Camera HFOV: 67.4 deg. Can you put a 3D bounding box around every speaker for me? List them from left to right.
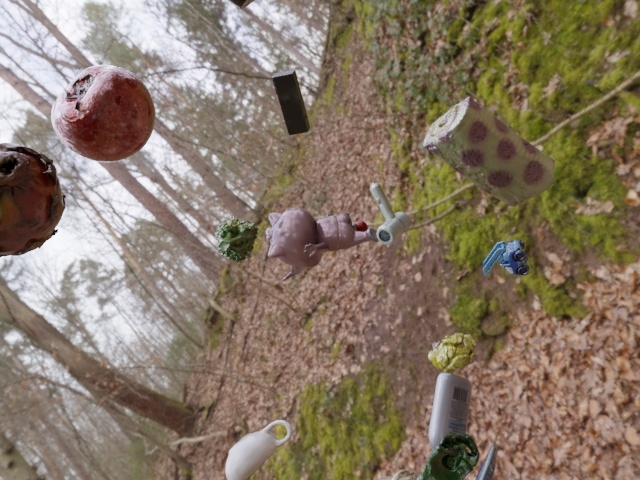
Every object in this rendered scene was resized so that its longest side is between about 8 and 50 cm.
[{"bbox_3d":[-0.104,-0.491,1.717,0.044,0.082,0.218,-73,-26,-54],"label":"speaker"}]

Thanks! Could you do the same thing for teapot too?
[{"bbox_3d":[-0.164,0.524,1.181,0.226,0.092,0.145,-46,-12,3],"label":"teapot"}]

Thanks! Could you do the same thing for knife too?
[{"bbox_3d":[-0.072,0.066,1.561,0.123,0.053,0.278,-40,-14,-16],"label":"knife"}]

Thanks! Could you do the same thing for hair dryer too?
[{"bbox_3d":[0.141,-0.066,1.053,0.047,0.137,0.082,-17,14,45],"label":"hair dryer"}]

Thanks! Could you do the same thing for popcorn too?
[{"bbox_3d":[0.503,0.446,1.848,0.195,0.173,0.168,-42,-1,41],"label":"popcorn"}]

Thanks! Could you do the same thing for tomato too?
[{"bbox_3d":[-0.583,-0.338,1.314,0.270,0.270,0.227,-47,-39,-9],"label":"tomato"}]

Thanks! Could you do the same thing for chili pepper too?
[{"bbox_3d":[0.300,0.557,1.190,0.216,0.108,0.062,-60,3,23],"label":"chili pepper"}]

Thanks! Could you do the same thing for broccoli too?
[{"bbox_3d":[-0.353,0.002,1.947,0.220,0.194,0.194,-33,-7,16],"label":"broccoli"}]

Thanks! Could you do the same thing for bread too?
[{"bbox_3d":[0.483,-0.243,1.377,0.187,0.338,0.155,-38,24,60],"label":"bread"}]

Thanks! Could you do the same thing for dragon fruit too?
[{"bbox_3d":[-0.683,-0.086,1.036,0.250,0.250,0.315,-46,6,-15],"label":"dragon fruit"}]

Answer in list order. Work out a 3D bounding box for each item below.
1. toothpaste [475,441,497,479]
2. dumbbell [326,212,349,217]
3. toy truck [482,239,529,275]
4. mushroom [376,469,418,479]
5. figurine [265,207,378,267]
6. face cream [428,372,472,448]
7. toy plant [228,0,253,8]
[{"bbox_3d":[0.436,0.610,1.259,0.035,0.057,0.197,-4,16,35],"label":"toothpaste"},{"bbox_3d":[0.063,-0.079,1.704,0.036,0.083,0.040,-100,9,-47],"label":"dumbbell"},{"bbox_3d":[0.375,0.040,0.978,0.090,0.073,0.056,-13,25,27],"label":"toy truck"},{"bbox_3d":[0.153,0.845,1.513,0.397,0.126,0.177,-35,-45,11],"label":"mushroom"},{"bbox_3d":[0.000,0.000,1.283,0.288,0.176,0.186,-8,-37,-7],"label":"figurine"},{"bbox_3d":[0.422,0.617,1.580,0.080,0.163,0.336,-7,63,49],"label":"face cream"},{"bbox_3d":[-0.242,-0.775,1.302,0.218,0.235,0.175,-38,18,5],"label":"toy plant"}]
